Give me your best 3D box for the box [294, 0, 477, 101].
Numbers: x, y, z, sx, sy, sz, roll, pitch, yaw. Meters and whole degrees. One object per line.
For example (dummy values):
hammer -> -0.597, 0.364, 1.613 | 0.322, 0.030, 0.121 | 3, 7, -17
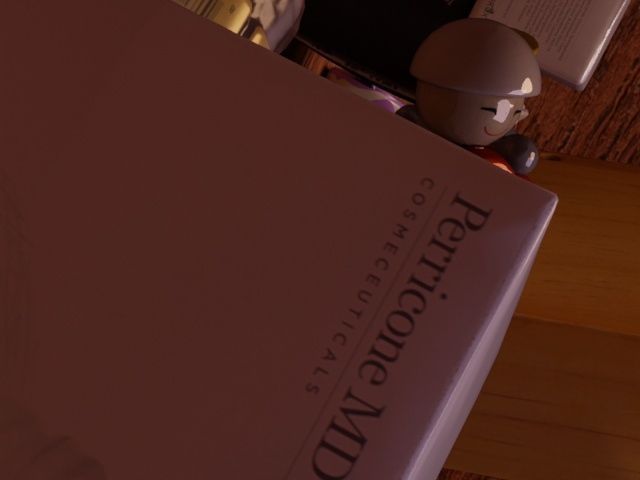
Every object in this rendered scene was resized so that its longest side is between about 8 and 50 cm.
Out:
box -> 0.073, -0.203, 1.324 | 0.207, 0.108, 0.153 | -62, 174, 3

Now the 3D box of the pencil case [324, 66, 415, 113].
pencil case -> 0.004, -0.041, 1.573 | 0.206, 0.088, 0.086 | -62, 172, 4

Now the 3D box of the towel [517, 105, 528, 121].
towel -> 0.000, 0.000, 1.296 | 0.332, 0.053, 0.317 | -39, 178, 10

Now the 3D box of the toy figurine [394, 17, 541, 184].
toy figurine -> 0.005, -0.059, 0.949 | 0.209, 0.213, 0.148 | -52, 152, -75

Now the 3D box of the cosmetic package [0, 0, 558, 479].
cosmetic package -> -0.095, 0.052, 0.475 | 0.224, 0.224, 0.138 | -61, 174, -18

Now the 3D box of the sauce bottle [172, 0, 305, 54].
sauce bottle -> -0.127, 0.019, 0.621 | 0.344, 0.111, 0.111 | -58, 173, -29

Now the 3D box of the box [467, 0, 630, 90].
box -> 0.157, -0.161, 1.276 | 0.102, 0.087, 0.101 | -62, 174, 5

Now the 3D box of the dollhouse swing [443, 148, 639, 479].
dollhouse swing -> 0.149, 0.129, 1.401 | 0.347, 0.315, 0.305 | -53, 151, -67
